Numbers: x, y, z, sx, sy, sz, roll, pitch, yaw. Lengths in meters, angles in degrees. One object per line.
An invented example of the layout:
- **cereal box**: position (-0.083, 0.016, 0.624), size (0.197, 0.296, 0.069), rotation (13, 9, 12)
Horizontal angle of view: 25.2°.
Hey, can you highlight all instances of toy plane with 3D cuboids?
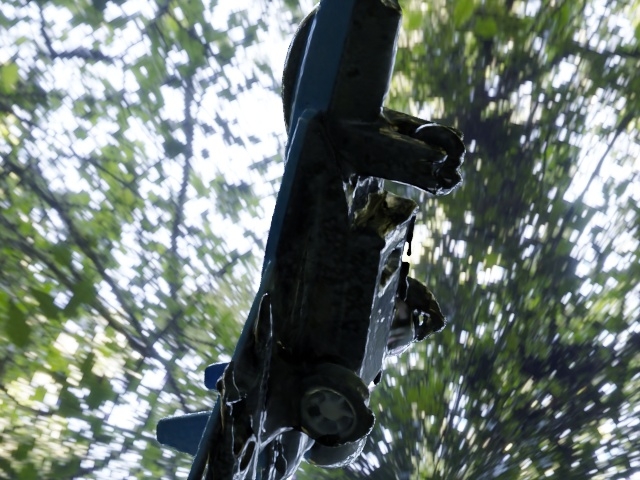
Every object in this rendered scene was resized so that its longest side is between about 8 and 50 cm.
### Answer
- **toy plane**: position (0.007, 0.003, 0.489), size (0.078, 0.169, 0.246), rotation (28, -55, 11)
